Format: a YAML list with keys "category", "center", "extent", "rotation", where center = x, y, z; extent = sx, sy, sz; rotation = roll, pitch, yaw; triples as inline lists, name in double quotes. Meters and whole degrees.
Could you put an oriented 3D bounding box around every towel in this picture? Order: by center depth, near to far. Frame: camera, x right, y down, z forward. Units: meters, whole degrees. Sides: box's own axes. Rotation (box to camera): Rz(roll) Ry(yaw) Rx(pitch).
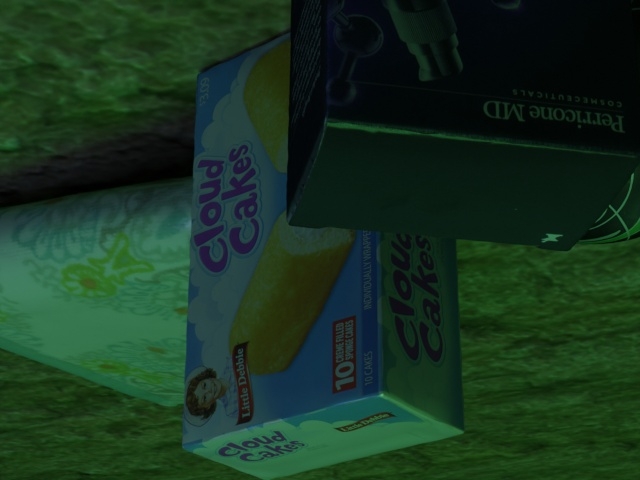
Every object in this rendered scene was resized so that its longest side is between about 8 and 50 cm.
- category: "towel"
  center: [-0.106, 0.047, 1.139]
  extent: [0.320, 0.090, 0.374]
  rotation: [-11, 155, 30]

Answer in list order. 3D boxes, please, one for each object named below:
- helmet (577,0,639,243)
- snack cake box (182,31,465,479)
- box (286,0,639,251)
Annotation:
- category: "helmet"
  center: [0.165, -0.075, 0.829]
  extent: [0.161, 0.169, 0.169]
  rotation: [-8, 155, 38]
- category: "snack cake box"
  center: [0.000, 0.000, 0.856]
  extent: [0.152, 0.264, 0.089]
  rotation: [-19, 148, 33]
- category: "box"
  center: [0.066, -0.111, 0.690]
  extent: [0.153, 0.207, 0.108]
  rotation: [4, 154, -10]
